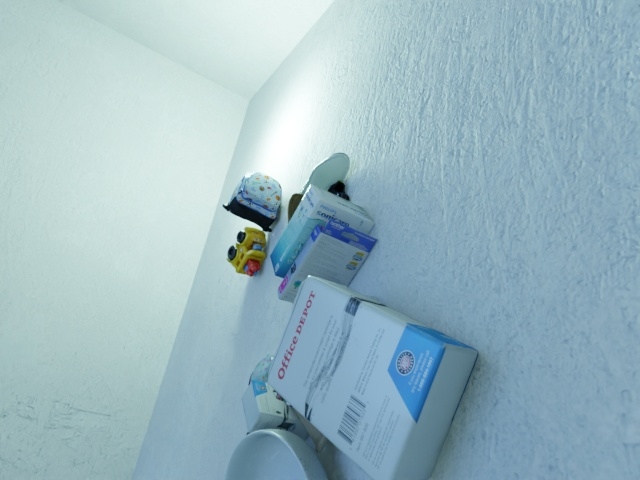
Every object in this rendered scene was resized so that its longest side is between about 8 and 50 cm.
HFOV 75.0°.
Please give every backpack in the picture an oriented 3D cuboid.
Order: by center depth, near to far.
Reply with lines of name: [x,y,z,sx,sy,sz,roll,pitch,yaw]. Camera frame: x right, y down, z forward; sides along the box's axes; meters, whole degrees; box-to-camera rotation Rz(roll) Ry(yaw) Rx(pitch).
backpack: [-0.177,0.481,1.460,0.182,0.115,0.152,-46,32,34]
backpack: [-0.316,-0.223,2.100,0.213,0.276,0.264,-43,29,33]

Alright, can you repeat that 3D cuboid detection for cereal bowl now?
cereal bowl: [-0.097,0.668,1.086,0.338,0.141,0.340,-11,73,39]

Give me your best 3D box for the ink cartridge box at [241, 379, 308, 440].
ink cartridge box: [-0.128,0.512,1.256,0.082,0.190,0.140,-61,27,13]

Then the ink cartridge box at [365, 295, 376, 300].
ink cartridge box: [0.123,0.214,1.177,0.062,0.029,0.115,-8,71,61]

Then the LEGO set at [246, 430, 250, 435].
LEGO set: [-0.248,0.714,1.440,0.244,0.060,0.183,-81,8,-85]

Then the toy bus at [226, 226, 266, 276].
toy bus: [-0.343,0.073,2.064,0.220,0.149,0.211,-58,41,16]

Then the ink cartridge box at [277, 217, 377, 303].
ink cartridge box: [0.019,0.078,1.301,0.311,0.185,0.065,-57,26,22]

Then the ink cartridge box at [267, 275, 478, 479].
ink cartridge box: [0.092,0.280,0.920,0.394,0.166,0.286,22,91,46]

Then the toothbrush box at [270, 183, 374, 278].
toothbrush box: [0.000,0.000,1.361,0.296,0.216,0.126,-59,28,21]

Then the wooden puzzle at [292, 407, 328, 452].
wooden puzzle: [0.005,0.358,1.205,0.348,0.080,0.322,44,112,52]

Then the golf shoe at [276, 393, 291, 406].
golf shoe: [-0.047,0.370,1.160,0.186,0.085,0.067,-65,-15,-5]

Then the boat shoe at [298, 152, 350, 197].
boat shoe: [0.010,-0.245,1.639,0.319,0.116,0.099,-46,18,42]

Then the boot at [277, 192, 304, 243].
boot: [-0.111,-0.028,1.687,0.220,0.108,0.284,-31,69,60]

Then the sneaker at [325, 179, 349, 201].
sneaker: [0.056,-0.131,1.499,0.097,0.084,0.235,-45,35,37]
